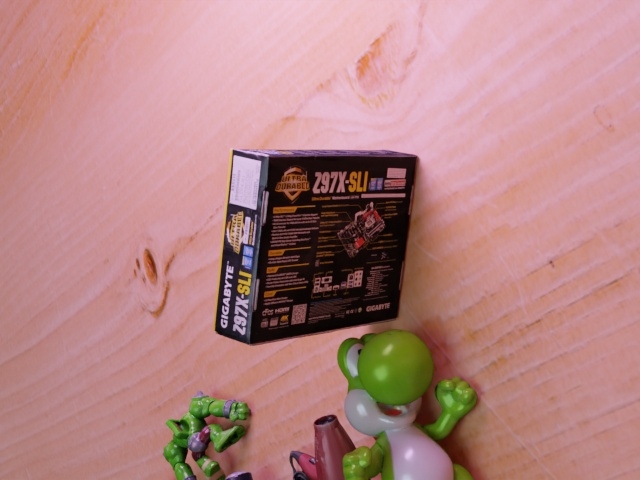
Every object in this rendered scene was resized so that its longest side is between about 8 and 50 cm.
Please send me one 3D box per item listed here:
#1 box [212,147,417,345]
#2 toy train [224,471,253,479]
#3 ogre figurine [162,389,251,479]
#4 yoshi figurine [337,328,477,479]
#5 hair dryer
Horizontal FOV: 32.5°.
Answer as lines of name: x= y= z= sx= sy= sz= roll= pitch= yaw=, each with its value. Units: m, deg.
box: x=0.000 y=0.000 z=1.552 sx=0.079 sy=0.322 sz=0.257 roll=13 pitch=103 yaw=41
toy train: x=-0.112 y=0.560 z=1.835 sx=0.190 sy=0.142 sz=0.334 roll=-40 pitch=65 yaw=48
ogre figurine: x=-0.208 y=0.350 z=1.931 sx=0.118 sy=0.096 sz=0.197 roll=34 pitch=118 yaw=32
yoshi figurine: x=0.130 y=0.277 z=1.554 sx=0.203 sy=0.203 sz=0.362 roll=-35 pitch=66 yaw=22
hair dryer: x=0.004 y=0.373 z=1.679 sx=0.223 sy=0.080 sz=0.294 roll=44 pitch=145 yaw=30
